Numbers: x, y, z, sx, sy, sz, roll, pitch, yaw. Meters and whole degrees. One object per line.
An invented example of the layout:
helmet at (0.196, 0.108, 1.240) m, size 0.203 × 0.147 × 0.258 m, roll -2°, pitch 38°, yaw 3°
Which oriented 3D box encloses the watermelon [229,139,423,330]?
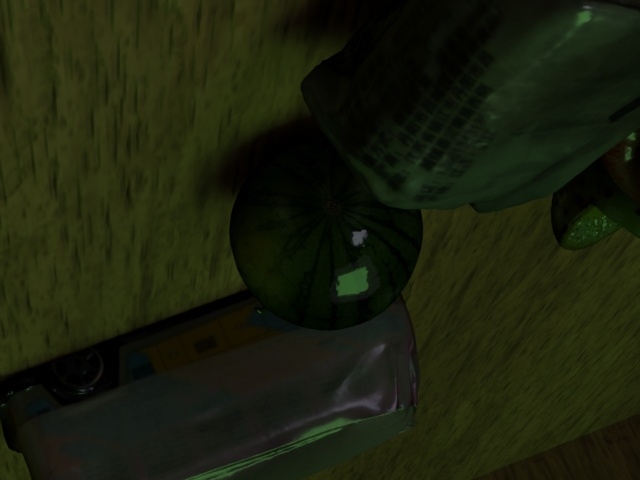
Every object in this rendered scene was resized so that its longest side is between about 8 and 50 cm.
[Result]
watermelon at (0.000, 0.000, 1.407) m, size 0.140 × 0.141 × 0.187 m, roll -19°, pitch 171°, yaw -13°

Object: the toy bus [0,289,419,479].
toy bus at (-0.085, 0.154, 1.728) m, size 0.386 × 0.162 × 0.171 m, roll -20°, pitch 163°, yaw -12°

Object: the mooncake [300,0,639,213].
mooncake at (0.129, -0.123, 1.188) m, size 0.254 × 0.136 × 0.250 m, roll -41°, pitch 159°, yaw 34°

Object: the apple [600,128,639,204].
apple at (0.289, -0.091, 1.508) m, size 0.131 × 0.146 × 0.146 m, roll -25°, pitch 167°, yaw -30°

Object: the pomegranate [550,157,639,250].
pomegranate at (0.285, -0.042, 1.658) m, size 0.143 × 0.122 × 0.169 m, roll 12°, pitch 177°, yaw -43°
